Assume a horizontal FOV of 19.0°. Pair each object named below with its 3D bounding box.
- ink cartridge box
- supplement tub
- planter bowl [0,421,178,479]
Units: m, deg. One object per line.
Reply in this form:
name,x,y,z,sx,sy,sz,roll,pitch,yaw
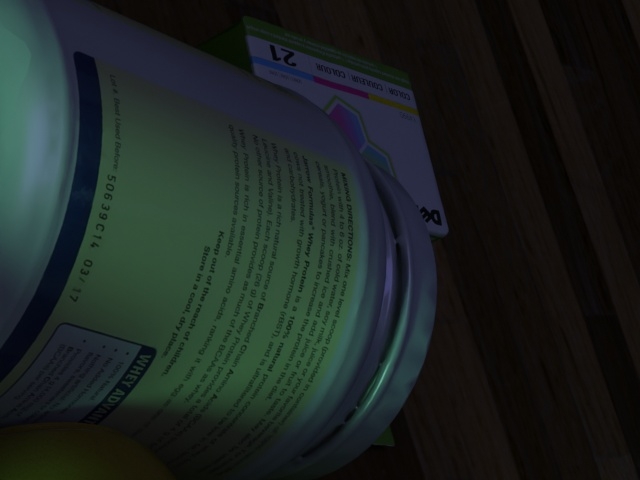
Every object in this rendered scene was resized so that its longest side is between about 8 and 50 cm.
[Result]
ink cartridge box,0.000,0.000,1.289,0.189,0.097,0.255,12,58,-50
supplement tub,-0.114,0.005,1.001,0.325,0.235,0.235,21,52,-46
planter bowl,-0.130,0.143,0.901,0.217,0.217,0.090,21,51,-46
